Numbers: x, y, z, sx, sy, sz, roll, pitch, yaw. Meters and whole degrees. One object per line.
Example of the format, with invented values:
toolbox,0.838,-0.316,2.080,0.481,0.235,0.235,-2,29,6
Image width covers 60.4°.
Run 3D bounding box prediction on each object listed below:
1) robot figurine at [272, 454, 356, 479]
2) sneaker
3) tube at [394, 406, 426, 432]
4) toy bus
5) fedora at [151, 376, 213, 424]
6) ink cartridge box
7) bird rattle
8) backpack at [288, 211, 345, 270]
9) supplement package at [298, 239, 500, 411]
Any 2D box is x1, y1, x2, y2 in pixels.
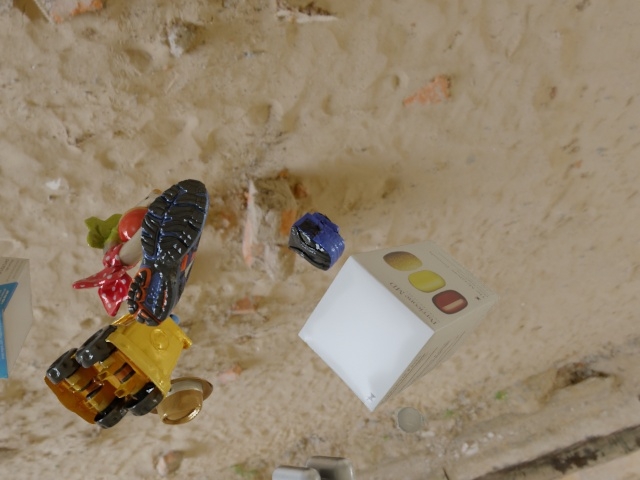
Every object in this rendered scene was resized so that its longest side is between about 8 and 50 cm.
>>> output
robot figurine,0.012,0.548,0.905,0.300,0.353,0.200,0,165,-33
sneaker,-0.217,0.012,0.800,0.083,0.087,0.221,25,102,0
tube,0.201,0.397,1.239,0.207,0.080,0.052,55,57,-73
toy bus,-0.339,0.195,0.971,0.220,0.211,0.149,-28,111,29
fedora,-0.387,0.453,1.518,0.194,0.079,0.194,-14,140,-12
ink cartridge box,-0.688,0.135,1.028,0.232,0.171,0.168,6,121,-14
bird rattle,-0.352,-0.002,0.994,0.143,0.253,0.207,41,97,-21
backpack,0.000,0.000,1.257,0.101,0.120,0.098,-42,161,-26
supplement package,0.113,0.098,0.730,0.244,0.139,0.134,-8,135,-56
